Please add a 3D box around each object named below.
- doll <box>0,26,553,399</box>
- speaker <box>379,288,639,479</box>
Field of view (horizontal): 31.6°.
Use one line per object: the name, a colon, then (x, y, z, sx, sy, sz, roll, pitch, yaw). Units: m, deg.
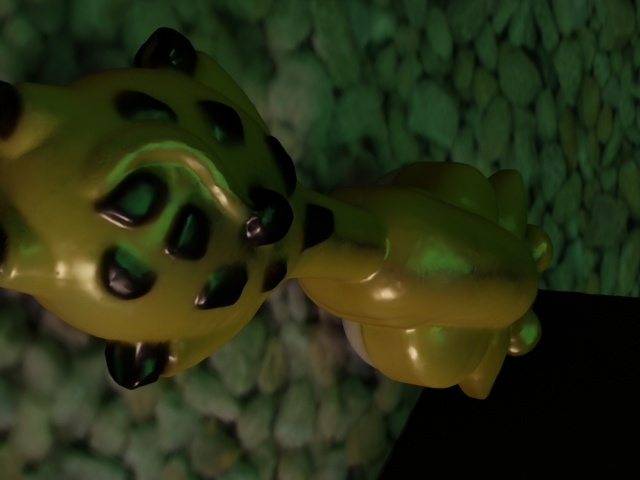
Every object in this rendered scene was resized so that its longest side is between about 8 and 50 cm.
doll: (-0.001, 0.000, 0.429, 0.291, 0.086, 0.117, 11, 89, -48)
speaker: (0.165, 0.165, 0.512, 0.232, 0.254, 0.184, -58, 131, -29)
